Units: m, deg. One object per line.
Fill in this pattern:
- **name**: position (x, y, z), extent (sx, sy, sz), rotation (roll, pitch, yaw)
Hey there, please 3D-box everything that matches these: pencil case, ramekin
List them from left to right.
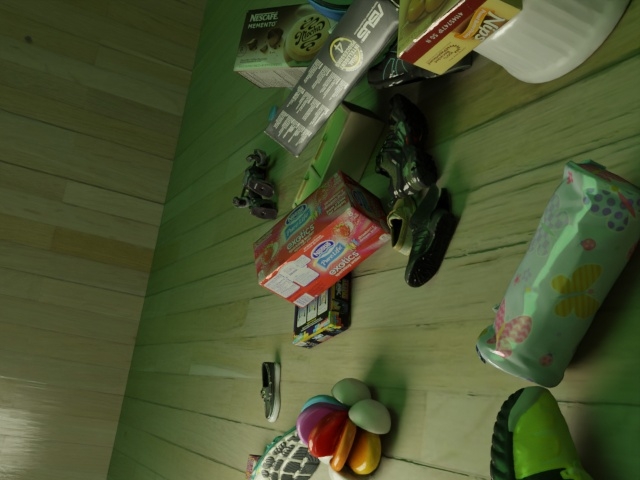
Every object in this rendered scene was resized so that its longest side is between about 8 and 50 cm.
- **ramekin**: position (0.310, -0.384, 1.021), extent (0.277, 0.135, 0.277), rotation (-43, 39, 49)
- **pencil case**: position (0.292, 0.042, 0.846), extent (0.124, 0.113, 0.273), rotation (-87, 18, -72)

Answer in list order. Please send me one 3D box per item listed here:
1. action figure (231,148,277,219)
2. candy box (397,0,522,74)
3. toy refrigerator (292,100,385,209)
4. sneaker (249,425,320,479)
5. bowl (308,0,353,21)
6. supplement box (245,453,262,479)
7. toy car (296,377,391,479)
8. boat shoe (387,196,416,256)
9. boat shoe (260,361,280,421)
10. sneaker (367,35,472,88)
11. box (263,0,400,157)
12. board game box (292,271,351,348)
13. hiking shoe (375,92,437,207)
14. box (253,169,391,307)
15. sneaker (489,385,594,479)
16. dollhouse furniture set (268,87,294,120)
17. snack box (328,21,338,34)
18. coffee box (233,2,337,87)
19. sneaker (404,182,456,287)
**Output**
- **action figure**: position (-0.189, -0.163, 2.004), extent (0.285, 0.099, 0.185), rotation (-123, 44, -64)
- **candy box**: position (0.198, -0.426, 1.013), extent (0.183, 0.087, 0.316), rotation (-30, 51, 58)
- **toy refrigerator**: position (0.031, -0.164, 1.536), extent (0.269, 0.094, 0.102), rotation (-66, 26, 20)
- **sneaker**: position (-0.083, 0.444, 1.430), extent (0.275, 0.107, 0.110), rotation (-55, 22, 36)
- **bowl**: position (0.086, -0.655, 1.462), extent (0.391, 0.077, 0.391), rotation (3, 96, 33)
- **supplement box**: position (-0.138, 0.524, 1.562), extent (0.055, 0.043, 0.083), rotation (-18, 61, 62)
- **toy car**: position (0.026, 0.330, 1.212), extent (0.182, 0.136, 0.159), rotation (40, 113, 63)
- **boat shoe**: position (0.146, -0.036, 1.276), extent (0.050, 0.045, 0.135), rotation (-49, 35, 44)
- **boat shoe**: position (-0.121, 0.350, 1.627), extent (0.049, 0.040, 0.142), rotation (-42, 40, 50)
- **sneaker**: position (0.177, -0.347, 1.302), extent (0.267, 0.101, 0.106), rotation (2, 108, 57)
- **box**: position (0.074, -0.375, 1.301), extent (0.395, 0.097, 0.318), rotation (-46, 7, 48)
- **board game box**: position (0.002, 0.139, 1.481), extent (0.170, 0.048, 0.141), rotation (-36, 43, 53)
- **hiking shoe**: position (0.140, -0.174, 1.299), extent (0.114, 0.086, 0.227), rotation (-32, 46, 33)
- **box**: position (0.000, 0.000, 1.386), extent (0.257, 0.128, 0.122), rotation (-40, 39, 23)
- **sneaker**: position (0.277, 0.335, 0.725), extent (0.147, 0.145, 0.385), rotation (-24, 52, 30)
- **dollhouse furniture set**: position (-0.094, -0.392, 1.888), extent (0.129, 0.129, 0.184), rotation (11, 85, 65)
- **snack box**: position (0.101, -0.504, 1.547), extent (0.178, 0.022, 0.064), rotation (-44, 67, 4)
- **coffee box**: position (-0.050, -0.471, 1.699), extent (0.297, 0.119, 0.168), rotation (7, 81, 34)
- **sneaker**: position (0.179, -0.009, 1.192), extent (0.170, 0.051, 0.089), rotation (-64, 26, 11)
